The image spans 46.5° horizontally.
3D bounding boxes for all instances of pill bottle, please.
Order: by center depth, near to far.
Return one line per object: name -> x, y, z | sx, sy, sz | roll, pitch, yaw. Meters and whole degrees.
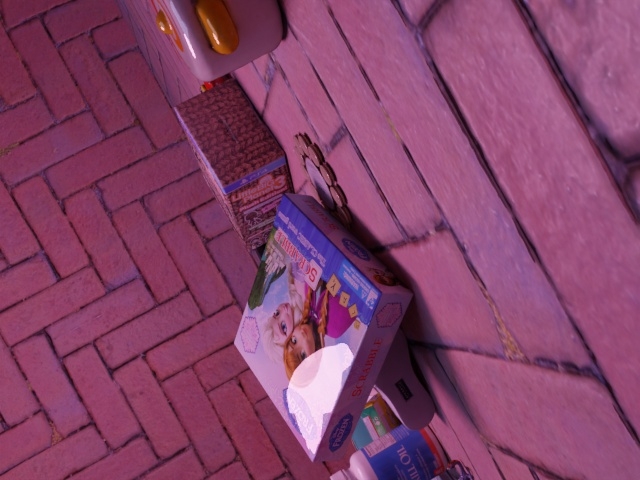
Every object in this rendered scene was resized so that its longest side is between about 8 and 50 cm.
pill bottle -> 0.137, 0.465, 1.514 | 0.124, 0.221, 0.124 | 58, 171, 16

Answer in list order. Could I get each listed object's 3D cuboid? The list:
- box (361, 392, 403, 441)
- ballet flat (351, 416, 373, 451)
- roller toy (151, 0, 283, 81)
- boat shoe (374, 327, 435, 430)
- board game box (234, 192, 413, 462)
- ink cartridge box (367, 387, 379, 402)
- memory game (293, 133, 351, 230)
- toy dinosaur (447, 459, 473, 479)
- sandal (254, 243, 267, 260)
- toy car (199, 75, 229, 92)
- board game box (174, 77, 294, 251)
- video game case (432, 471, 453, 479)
box -> 0.144, 0.400, 1.676 | 0.105, 0.043, 0.179 | 63, -163, 7
ballet flat -> 0.183, 0.622, 2.131 | 0.106, 0.107, 0.316 | 51, -179, -42
roller toy -> -0.151, -0.317, 1.000 | 0.209, 0.146, 0.191 | 59, 171, 11
boat shoe -> 0.116, 0.226, 1.317 | 0.084, 0.095, 0.258 | 34, 150, 62
board game box -> -0.014, 0.134, 1.227 | 0.319, 0.065, 0.318 | 45, 124, 47
ink cartridge box -> 0.161, 0.472, 1.946 | 0.181, 0.056, 0.224 | 64, 172, -17
memory game -> 0.003, -0.096, 1.241 | 0.186, 0.012, 0.186 | 59, 171, 15
toy dinosaur -> 0.261, 0.443, 1.357 | 0.090, 0.047, 0.082 | 56, -165, -43
sandal -> -0.083, 0.047, 1.923 | 0.168, 0.107, 0.446 | 59, -177, 8
toy car -> -0.264, -0.394, 1.685 | 0.225, 0.053, 0.239 | 62, 170, 0
board game box -> -0.171, -0.155, 1.608 | 0.232, 0.141, 0.291 | 57, 170, 26
video game case -> 0.282, 0.560, 1.629 | 0.285, 0.025, 0.204 | 50, 166, 52
